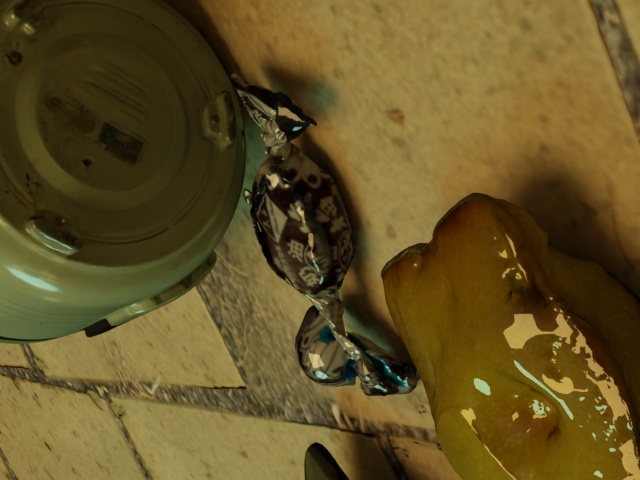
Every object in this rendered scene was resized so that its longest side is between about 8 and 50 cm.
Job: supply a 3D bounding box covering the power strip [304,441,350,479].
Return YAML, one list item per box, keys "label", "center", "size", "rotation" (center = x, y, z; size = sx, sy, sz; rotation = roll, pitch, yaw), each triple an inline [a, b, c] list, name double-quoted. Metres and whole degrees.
- label: "power strip"
  center: [0.078, 0.291, 0.917]
  size: [0.251, 0.092, 0.257]
  rotation: [40, 148, 44]

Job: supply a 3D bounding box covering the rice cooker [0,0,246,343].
- label: "rice cooker"
  center: [-0.179, -0.042, 0.857]
  size: [0.244, 0.226, 0.226]
  rotation: [-19, 101, 56]

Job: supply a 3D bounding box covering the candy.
- label: "candy"
  center: [0.000, 0.000, 0.808]
  size: [0.094, 0.051, 0.226]
  rotation: [0, 120, 45]

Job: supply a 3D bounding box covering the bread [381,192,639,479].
- label: "bread"
  center: [0.123, 0.086, 0.664]
  size: [0.233, 0.088, 0.161]
  rotation: [59, 146, 4]
